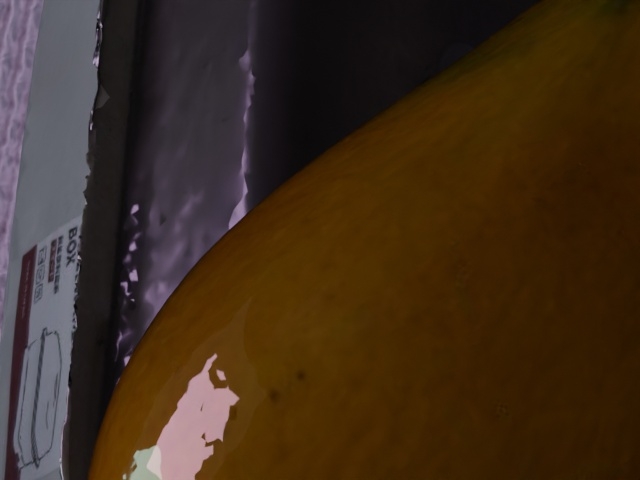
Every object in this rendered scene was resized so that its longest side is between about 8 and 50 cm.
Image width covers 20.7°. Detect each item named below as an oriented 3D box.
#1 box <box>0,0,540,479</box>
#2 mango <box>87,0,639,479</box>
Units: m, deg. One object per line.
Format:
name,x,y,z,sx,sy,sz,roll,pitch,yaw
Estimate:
box,0.000,0.000,0.655,0.166,0.220,0.290,-25,54,45
mango,0.056,0.038,0.456,0.254,0.139,0.175,-39,-36,-13
